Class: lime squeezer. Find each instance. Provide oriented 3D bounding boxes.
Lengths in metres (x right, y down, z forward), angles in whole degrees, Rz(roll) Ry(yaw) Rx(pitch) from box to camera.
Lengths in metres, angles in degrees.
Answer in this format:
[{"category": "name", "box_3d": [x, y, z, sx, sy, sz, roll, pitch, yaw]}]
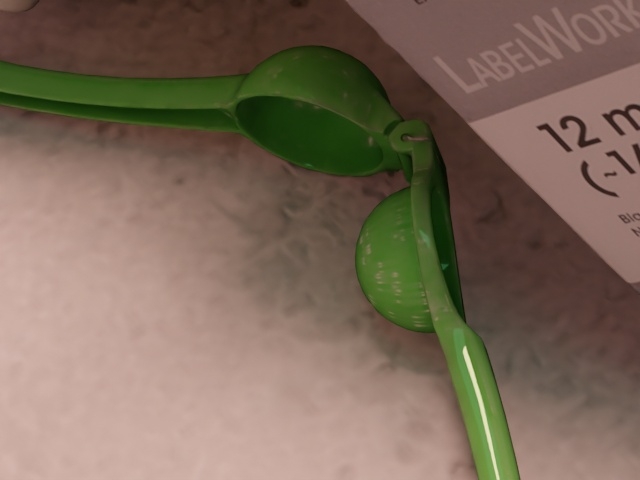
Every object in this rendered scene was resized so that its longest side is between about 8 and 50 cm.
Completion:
[{"category": "lime squeezer", "box_3d": [0.000, 0.000, 0.578, 0.110, 0.059, 0.310, -34, 62, -22]}]

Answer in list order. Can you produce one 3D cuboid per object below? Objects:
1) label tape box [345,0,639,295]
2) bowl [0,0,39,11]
[{"category": "label tape box", "box_3d": [0.116, -0.141, 0.522, 0.347, 0.115, 0.249, 44, 55, -25]}, {"category": "bowl", "box_3d": [-0.113, -0.174, 0.620, 0.289, 0.289, 0.156, 37, 105, 23]}]
